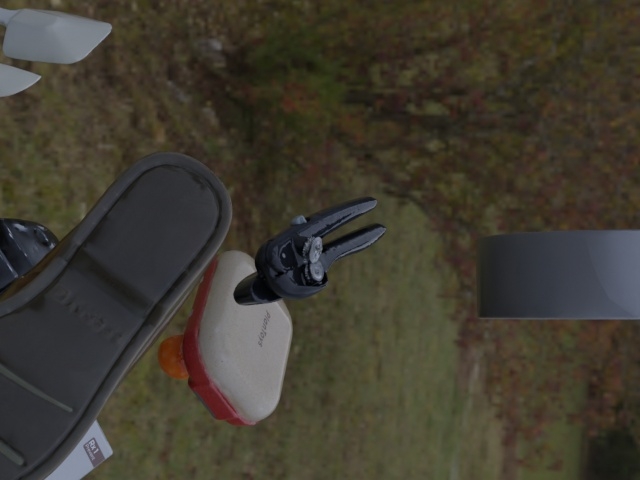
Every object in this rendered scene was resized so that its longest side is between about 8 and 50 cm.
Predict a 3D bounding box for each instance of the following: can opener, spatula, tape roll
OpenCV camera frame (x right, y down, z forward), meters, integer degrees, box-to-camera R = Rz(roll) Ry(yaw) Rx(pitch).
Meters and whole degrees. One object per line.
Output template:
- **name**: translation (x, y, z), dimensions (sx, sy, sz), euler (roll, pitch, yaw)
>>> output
- **can opener**: translation (0.000, 0.000, 1.011), dimensions (0.186, 0.073, 0.059), euler (-34, 115, -51)
- **spatula**: translation (-0.282, -0.131, 0.904), dimensions (0.168, 0.242, 0.019), euler (-50, 137, -28)
- **tape roll**: translation (0.244, 0.033, 1.065), dimensions (0.219, 0.219, 0.072), euler (8, 80, -67)

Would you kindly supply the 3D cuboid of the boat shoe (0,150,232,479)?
- **boat shoe**: translation (-0.171, 0.077, 0.779), dimensions (0.307, 0.111, 0.104), euler (-43, 177, -24)

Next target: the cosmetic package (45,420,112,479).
- **cosmetic package**: translation (-0.294, 0.134, 1.056), dimensions (0.107, 0.238, 0.127), euler (-36, 118, -29)

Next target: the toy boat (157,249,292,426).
- **toy boat**: translation (-0.128, 0.122, 1.493), dimensions (0.151, 0.151, 0.231), euler (57, 26, -29)

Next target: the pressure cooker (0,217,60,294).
- **pressure cooker**: translation (-0.478, 0.117, 1.425), dimensions (0.420, 0.370, 0.375), euler (-34, 129, -16)
